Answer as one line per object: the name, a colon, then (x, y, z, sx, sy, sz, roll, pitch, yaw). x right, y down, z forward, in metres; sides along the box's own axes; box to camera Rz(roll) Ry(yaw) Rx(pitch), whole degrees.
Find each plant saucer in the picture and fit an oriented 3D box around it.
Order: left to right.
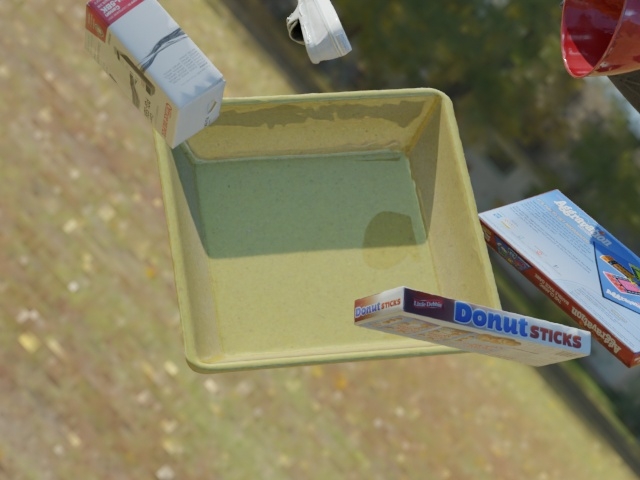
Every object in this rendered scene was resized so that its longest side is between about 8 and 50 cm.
plant saucer: (0.000, 0.000, 2.031, 0.081, 0.332, 0.333, 105, -22, -57)

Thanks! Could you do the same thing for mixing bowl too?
mixing bowl: (0.332, -0.250, 2.018, 0.098, 0.181, 0.181, 9, 16, -13)

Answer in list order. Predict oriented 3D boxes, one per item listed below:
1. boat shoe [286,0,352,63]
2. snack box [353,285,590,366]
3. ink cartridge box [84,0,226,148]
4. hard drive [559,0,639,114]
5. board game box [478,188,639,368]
boat shoe: (-0.011, -0.272, 2.419, 0.184, 0.063, 0.066, -115, 180, -53)
snack box: (0.115, 0.066, 1.443, 0.178, 0.022, 0.064, 14, -18, -31)
ink cartridge box: (-0.154, -0.164, 1.770, 0.135, 0.056, 0.099, 49, -19, 11)
hard drive: (0.433, -0.243, 2.420, 0.172, 0.054, 0.255, -11, -45, 41)
board game box: (0.323, 0.041, 2.296, 0.145, 0.027, 0.281, -17, 46, -35)
